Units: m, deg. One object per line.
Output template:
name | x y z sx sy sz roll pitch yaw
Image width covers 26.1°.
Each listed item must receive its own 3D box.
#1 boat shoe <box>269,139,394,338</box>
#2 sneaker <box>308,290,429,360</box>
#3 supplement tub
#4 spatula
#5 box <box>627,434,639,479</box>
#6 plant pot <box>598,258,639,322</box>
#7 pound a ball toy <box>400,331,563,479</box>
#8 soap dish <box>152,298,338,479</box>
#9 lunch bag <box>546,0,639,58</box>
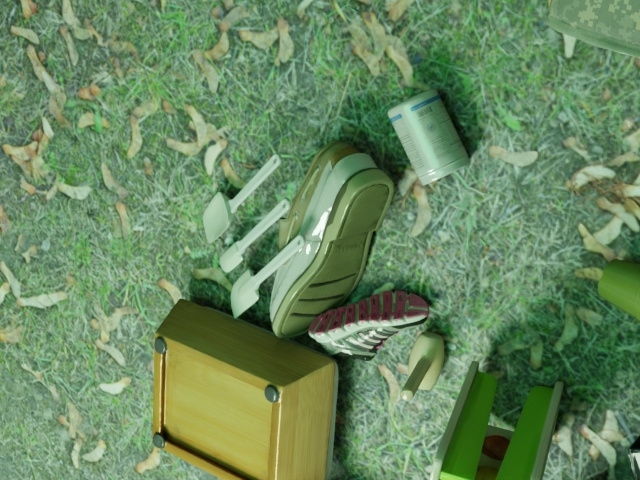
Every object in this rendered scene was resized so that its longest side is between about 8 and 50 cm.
boat shoe | 0.000 0.000 1.859 0.103 0.113 0.302 52 129 32
sneaker | 0.073 0.121 1.873 0.170 0.063 0.075 -16 126 18
supplement tub | 0.137 -0.132 1.745 0.071 0.071 0.107 -23 93 34
spatula | -0.095 -0.011 1.888 0.242 0.019 0.168 -43 57 54
box | 0.502 0.321 1.686 0.220 0.051 0.175 -8 102 33
plant pot | 0.381 0.058 1.663 0.079 0.083 0.083 25 118 36
pound a ball toy | 0.181 0.253 1.725 0.208 0.319 0.136 13 113 11
soap dish | -0.117 0.236 1.968 0.291 0.118 0.229 19 115 34
lunch bag | 0.391 -0.310 1.471 0.287 0.169 0.235 23 117 29
